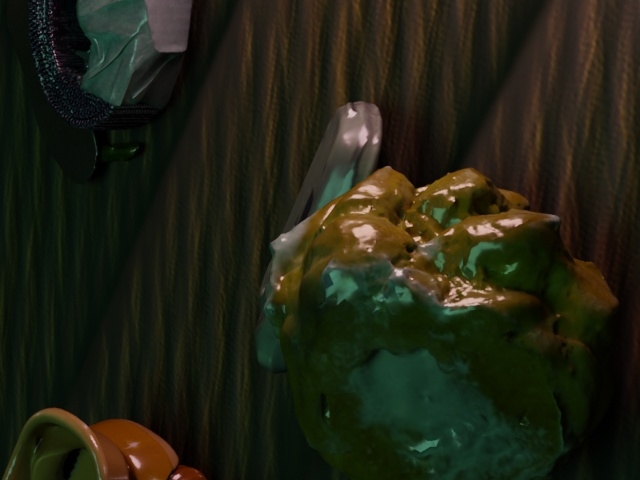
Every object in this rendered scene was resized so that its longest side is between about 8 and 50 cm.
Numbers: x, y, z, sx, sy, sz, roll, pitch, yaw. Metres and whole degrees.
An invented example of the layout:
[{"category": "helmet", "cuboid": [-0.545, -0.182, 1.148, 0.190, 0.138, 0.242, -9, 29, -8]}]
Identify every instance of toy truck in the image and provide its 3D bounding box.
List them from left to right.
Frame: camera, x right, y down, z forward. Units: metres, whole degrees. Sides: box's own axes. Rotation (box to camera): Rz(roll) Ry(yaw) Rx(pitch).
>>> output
[{"category": "toy truck", "cuboid": [-0.278, 0.352, 2.107, 0.204, 0.211, 0.288, 25, 106, 41]}]

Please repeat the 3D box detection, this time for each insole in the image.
[{"category": "insole", "cuboid": [-0.375, -0.216, 2.280, 0.111, 0.007, 0.328, -44, 60, 38]}]

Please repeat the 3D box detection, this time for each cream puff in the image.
[{"category": "cream puff", "cuboid": [0.130, 0.080, 1.690, 0.378, 0.275, 0.378, 10, 124, 15]}]

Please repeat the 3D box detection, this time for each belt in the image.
[{"category": "belt", "cuboid": [-0.272, -0.301, 2.119, 0.260, 0.122, 0.325, 18, 106, 45]}]

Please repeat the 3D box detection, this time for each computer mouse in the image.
[{"category": "computer mouse", "cuboid": [0.006, 0.002, 1.870, 0.197, 0.095, 0.331, -96, 27, -64]}]

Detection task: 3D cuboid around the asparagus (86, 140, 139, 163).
[{"category": "asparagus", "cuboid": [-0.271, -0.117, 2.195, 0.108, 0.021, 0.025, -5, 87, 44]}]
